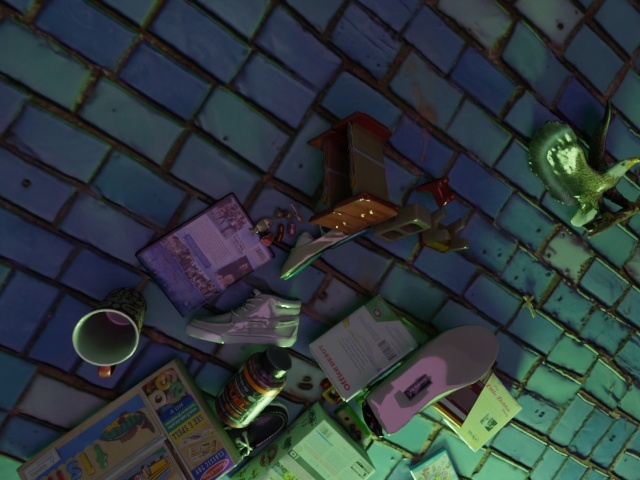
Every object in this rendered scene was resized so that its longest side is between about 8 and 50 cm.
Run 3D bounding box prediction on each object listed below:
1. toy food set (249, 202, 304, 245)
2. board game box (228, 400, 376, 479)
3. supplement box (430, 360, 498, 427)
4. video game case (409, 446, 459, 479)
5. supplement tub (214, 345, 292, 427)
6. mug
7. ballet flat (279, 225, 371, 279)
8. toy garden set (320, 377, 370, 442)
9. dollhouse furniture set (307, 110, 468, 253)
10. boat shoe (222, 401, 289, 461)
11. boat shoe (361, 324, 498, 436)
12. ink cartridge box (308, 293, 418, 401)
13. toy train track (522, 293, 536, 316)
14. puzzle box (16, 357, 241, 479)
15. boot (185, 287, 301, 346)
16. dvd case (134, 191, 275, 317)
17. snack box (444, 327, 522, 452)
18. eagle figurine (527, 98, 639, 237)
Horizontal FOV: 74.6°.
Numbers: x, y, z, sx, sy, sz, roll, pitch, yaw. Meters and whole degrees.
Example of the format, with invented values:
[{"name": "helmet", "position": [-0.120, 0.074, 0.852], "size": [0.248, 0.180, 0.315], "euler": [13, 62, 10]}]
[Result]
[{"name": "toy food set", "position": [-0.094, -0.030, 0.959], "size": [0.122, 0.019, 0.078], "euler": [-38, 107, -16]}, {"name": "board game box", "position": [-0.046, 0.599, 1.070], "size": [0.303, 0.097, 0.224], "euler": [-41, 106, -4]}, {"name": "supplement box", "position": [0.334, 0.340, 1.032], "size": [0.104, 0.081, 0.188], "euler": [41, 76, -17]}, {"name": "video game case", "position": [0.339, 0.696, 1.224], "size": [0.119, 0.015, 0.166], "euler": [-27, 106, -7]}, {"name": "supplement tub", "position": [-0.149, 0.329, 0.960], "size": [0.106, 0.106, 0.198], "euler": [33, 110, -17]}, {"name": "mug", "position": [-0.427, 0.177, 0.856], "size": [0.113, 0.169, 0.150], "euler": [37, 91, -18]}, {"name": "ballet flat", "position": [0.000, 0.000, 0.979], "size": [0.248, 0.086, 0.086], "euler": [-30, 106, -8]}, {"name": "toy garden set", "position": [0.139, 0.395, 1.066], "size": [0.244, 0.049, 0.204], "euler": [-34, 102, 10]}, {"name": "dollhouse furniture set", "position": [0.158, -0.100, 0.943], "size": [0.374, 0.152, 0.201], "euler": [19, 61, -38]}, {"name": "boat shoe", "position": [-0.213, 0.491, 1.009], "size": [0.302, 0.091, 0.114], "euler": [-24, 106, -8]}, {"name": "boat shoe", "position": [0.235, 0.306, 0.966], "size": [0.340, 0.158, 0.127], "euler": [-30, 80, -7]}, {"name": "ink cartridge box", "position": [0.101, 0.257, 1.006], "size": [0.212, 0.093, 0.154], "euler": [-35, 71, -6]}, {"name": "toy train track", "position": [0.586, 0.183, 1.182], "size": [0.048, 0.014, 0.083], "euler": [-40, 113, -11]}, {"name": "puzzle box", "position": [-0.418, 0.492, 0.925], "size": [0.409, 0.052, 0.272], "euler": [-35, 82, -5]}, {"name": "boot", "position": [-0.170, 0.167, 0.966], "size": [0.258, 0.095, 0.123], "euler": [10, 93, -24]}, {"name": "dvd case", "position": [-0.254, 0.033, 0.946], "size": [0.253, 0.022, 0.180], "euler": [-33, 106, -5]}, {"name": "snack box", "position": [0.395, 0.415, 1.157], "size": [0.187, 0.060, 0.322], "euler": [-42, 107, -1]}, {"name": "eagle figurine", "position": [0.694, -0.179, 1.071], "size": [0.226, 0.225, 0.298], "euler": [-8, 69, -51]}]
